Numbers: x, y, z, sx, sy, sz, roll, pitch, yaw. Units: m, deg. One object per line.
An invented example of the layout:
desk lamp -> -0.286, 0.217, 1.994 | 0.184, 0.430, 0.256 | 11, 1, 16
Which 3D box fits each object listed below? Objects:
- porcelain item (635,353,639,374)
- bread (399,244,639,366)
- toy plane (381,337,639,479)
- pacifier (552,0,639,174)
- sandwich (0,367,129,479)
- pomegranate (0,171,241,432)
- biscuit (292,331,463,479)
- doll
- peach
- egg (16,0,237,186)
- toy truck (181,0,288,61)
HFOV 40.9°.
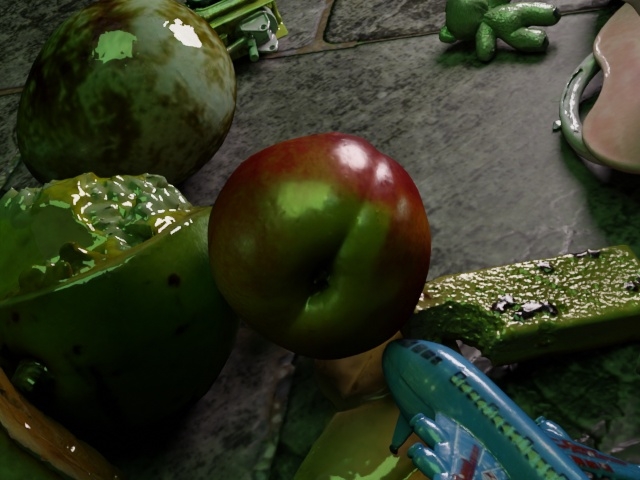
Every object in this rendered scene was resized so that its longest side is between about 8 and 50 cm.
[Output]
porcelain item -> 0.348, 0.132, 0.648 | 0.084, 0.054, 0.213 | -37, 45, -15
bread -> 0.183, 0.060, 0.757 | 0.226, 0.049, 0.088 | -10, 45, -8
toy plane -> 0.133, 0.161, 0.611 | 0.254, 0.105, 0.271 | 2, 20, -43
pacifier -> 0.373, -0.206, 0.874 | 0.220, 0.273, 0.332 | 12, 53, 11
sandwich -> -0.319, 0.215, 0.613 | 0.301, 0.271, 0.099 | -41, 13, -3
pomegranate -> -0.183, 0.047, 0.822 | 0.260, 0.261, 0.340 | 8, 20, 28
biscuit -> 0.052, 0.155, 0.744 | 0.154, 0.045, 0.299 | -7, 44, 13
doll -> 0.235, -0.287, 1.130 | 0.150, 0.077, 0.115 | 23, 94, 25
peach -> 0.000, 0.000, 0.712 | 0.190, 0.190, 0.192 | -19, 22, 1
egg -> -0.241, -0.168, 1.056 | 0.289, 0.238, 0.238 | -30, 40, 15
toy truck -> -0.175, -0.281, 1.235 | 0.259, 0.128, 0.135 | -22, 55, -3
